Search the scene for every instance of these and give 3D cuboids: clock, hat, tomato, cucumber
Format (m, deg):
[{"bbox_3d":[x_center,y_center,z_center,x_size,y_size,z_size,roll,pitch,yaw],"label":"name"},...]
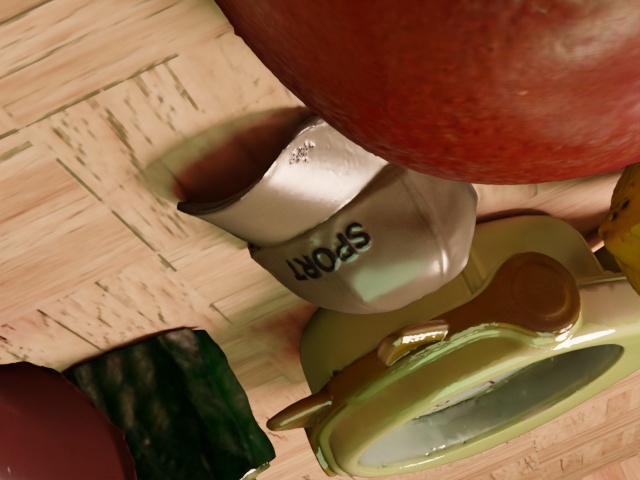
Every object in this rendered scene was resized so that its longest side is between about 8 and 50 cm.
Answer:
[{"bbox_3d":[0.116,0.084,1.031,0.348,0.117,0.286,1,149,-47],"label":"clock"},{"bbox_3d":[0.000,0.000,0.738,0.147,0.085,0.175,-32,159,24],"label":"hat"},{"bbox_3d":[0.114,-0.119,0.492,0.338,0.143,0.338,-22,162,-8],"label":"tomato"},{"bbox_3d":[-0.129,0.162,0.951,0.191,0.130,0.191,-22,164,-6],"label":"cucumber"}]

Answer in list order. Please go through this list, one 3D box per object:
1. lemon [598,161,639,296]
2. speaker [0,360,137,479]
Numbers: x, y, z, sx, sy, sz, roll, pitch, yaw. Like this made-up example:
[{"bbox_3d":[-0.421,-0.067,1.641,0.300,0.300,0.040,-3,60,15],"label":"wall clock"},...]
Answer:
[{"bbox_3d":[0.291,-0.012,0.906,0.206,0.173,0.173,-5,154,-21],"label":"lemon"},{"bbox_3d":[-0.265,0.081,0.645,0.259,0.198,0.329,11,153,22],"label":"speaker"}]
